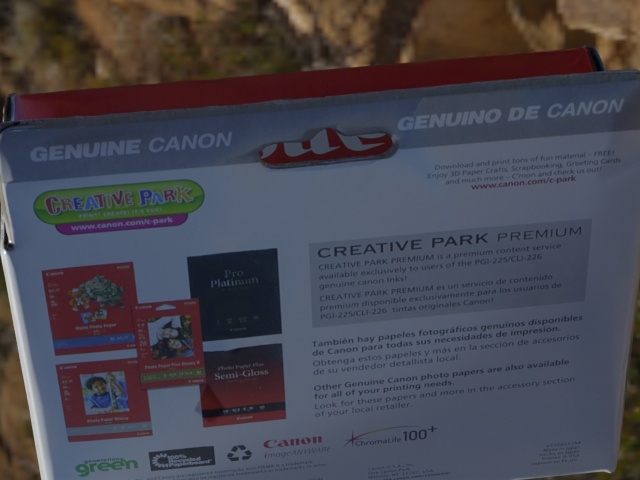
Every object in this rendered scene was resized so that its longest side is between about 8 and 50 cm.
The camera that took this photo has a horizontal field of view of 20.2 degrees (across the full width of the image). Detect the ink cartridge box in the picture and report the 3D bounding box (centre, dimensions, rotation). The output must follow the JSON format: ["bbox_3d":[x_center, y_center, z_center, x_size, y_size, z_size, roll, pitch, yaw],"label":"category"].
[{"bbox_3d":[0.000,0.000,0.919,0.130,0.309,0.272,-100,7,-49],"label":"ink cartridge box"}]
